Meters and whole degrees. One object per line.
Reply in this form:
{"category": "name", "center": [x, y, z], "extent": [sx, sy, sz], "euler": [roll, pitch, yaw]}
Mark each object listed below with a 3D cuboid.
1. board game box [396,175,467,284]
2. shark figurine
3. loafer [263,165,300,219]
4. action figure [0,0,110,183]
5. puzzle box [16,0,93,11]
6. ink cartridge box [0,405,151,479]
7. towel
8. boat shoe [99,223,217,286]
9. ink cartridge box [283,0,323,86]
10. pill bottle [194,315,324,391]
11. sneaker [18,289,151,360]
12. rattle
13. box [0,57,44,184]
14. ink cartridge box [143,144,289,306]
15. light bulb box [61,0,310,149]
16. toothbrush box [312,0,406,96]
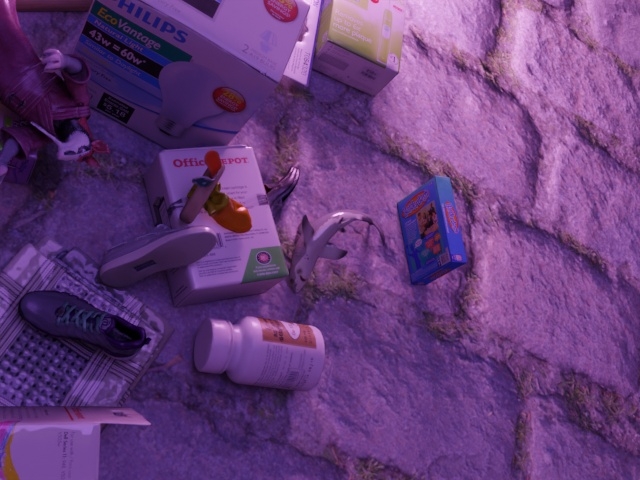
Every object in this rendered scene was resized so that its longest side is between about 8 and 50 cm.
{"category": "board game box", "center": [0.254, -0.021, 1.831], "extent": [0.047, 0.160, 0.210], "euler": [3, 68, -30]}
{"category": "shark figurine", "center": [0.013, -0.026, 1.736], "extent": [0.278, 0.116, 0.166], "euler": [-31, 120, -28]}
{"category": "loafer", "center": [-0.099, -0.107, 1.726], "extent": [0.061, 0.062, 0.170], "euler": [34, 54, -7]}
{"category": "action figure", "center": [-0.516, -0.261, 1.372], "extent": [0.370, 0.248, 0.276], "euler": [46, 10, -19]}
{"category": "puzzle box", "center": [-0.684, -0.594, 1.607], "extent": [0.408, 0.052, 0.272], "euler": [-11, 74, -33]}
{"category": "ink cartridge box", "center": [-0.452, 0.321, 1.204], "extent": [0.353, 0.207, 0.119], "euler": [4, 84, -21]}
{"category": "towel", "center": [-0.455, 0.179, 1.392], "extent": [0.312, 0.056, 0.324], "euler": [38, 54, -10]}
{"category": "boat shoe", "center": [-0.300, 0.009, 1.447], "extent": [0.227, 0.079, 0.081], "euler": [-21, 50, 7]}
{"category": "ink cartridge box", "center": [-0.164, -0.539, 1.877], "extent": [0.330, 0.071, 0.324], "euler": [23, 58, -24]}
{"category": "pill bottle", "center": [-0.118, 0.214, 1.526], "extent": [0.229, 0.131, 0.131], "euler": [12, 63, -25]}
{"category": "sneaker", "center": [-0.400, 0.133, 1.361], "extent": [0.223, 0.098, 0.083], "euler": [24, 61, -22]}
{"category": "rattle", "center": [-0.173, -0.076, 1.429], "extent": [0.143, 0.199, 0.130], "euler": [46, 56, -4]}
{"category": "box", "center": [-0.637, -0.240, 1.436], "extent": [0.242, 0.117, 0.214], "euler": [9, 64, -26]}
{"category": "ink cartridge box", "center": [-0.212, -0.033, 1.587], "extent": [0.211, 0.121, 0.289], "euler": [-7, 73, -32]}
{"category": "light bulb box", "center": [-0.272, -0.379, 1.560], "extent": [0.357, 0.361, 0.225], "euler": [28, 57, -16]}
{"category": "toothbrush box", "center": [0.094, -0.537, 1.993], "extent": [0.206, 0.122, 0.283], "euler": [21, 58, -21]}
